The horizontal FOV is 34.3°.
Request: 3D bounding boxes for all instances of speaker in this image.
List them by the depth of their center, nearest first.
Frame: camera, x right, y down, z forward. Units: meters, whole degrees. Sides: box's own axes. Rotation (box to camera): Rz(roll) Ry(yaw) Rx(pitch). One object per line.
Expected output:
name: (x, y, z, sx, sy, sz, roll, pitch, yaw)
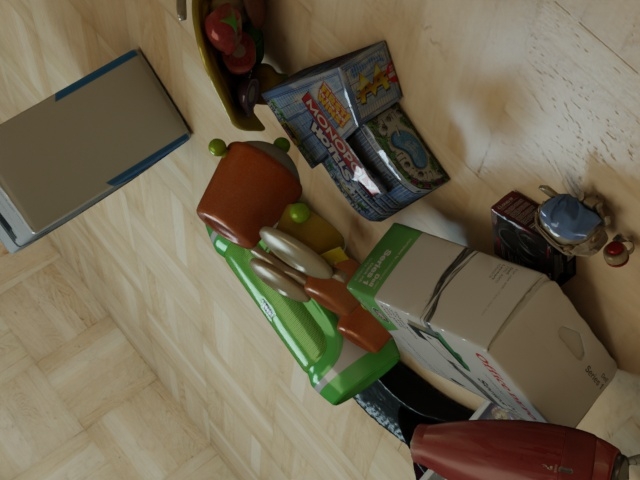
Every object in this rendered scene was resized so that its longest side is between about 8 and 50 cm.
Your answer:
speaker: (-0.025, 0.065, 1.355, 0.296, 0.131, 0.131, 53, 159, 14)

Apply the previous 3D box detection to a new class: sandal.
sandal: (0.150, 0.282, 1.338, 0.446, 0.107, 0.167, 29, 147, 49)

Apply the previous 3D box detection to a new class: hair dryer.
hair dryer: (0.221, 0.228, 0.953, 0.293, 0.080, 0.223, 20, 158, -9)

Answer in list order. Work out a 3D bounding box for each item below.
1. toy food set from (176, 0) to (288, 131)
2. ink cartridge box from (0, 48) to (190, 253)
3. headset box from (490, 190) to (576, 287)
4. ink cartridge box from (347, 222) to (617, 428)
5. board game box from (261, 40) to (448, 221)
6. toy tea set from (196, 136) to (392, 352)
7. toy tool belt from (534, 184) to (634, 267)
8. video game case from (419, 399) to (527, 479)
toy food set: (-0.085, -0.216, 1.134, 0.218, 0.071, 0.128, 65, -163, -46)
ink cartridge box: (-0.410, -0.130, 1.683, 0.166, 0.285, 0.395, 58, 159, -8)
headset box: (0.190, -0.002, 0.940, 0.083, 0.032, 0.062, 36, 152, 38)
ink cartridge box: (0.153, 0.084, 1.009, 0.160, 0.092, 0.219, 46, 167, -32)
board game box: (0.038, -0.115, 1.060, 0.194, 0.060, 0.194, 55, 160, 0)
toy tea set: (0.000, 0.000, 1.170, 0.200, 0.124, 0.336, 26, 166, 30)
toy tool belt: (0.213, -0.014, 0.846, 0.083, 0.052, 0.051, 35, 159, 41)
video game case: (0.215, 0.292, 1.174, 0.183, 0.023, 0.201, 46, 119, 24)
